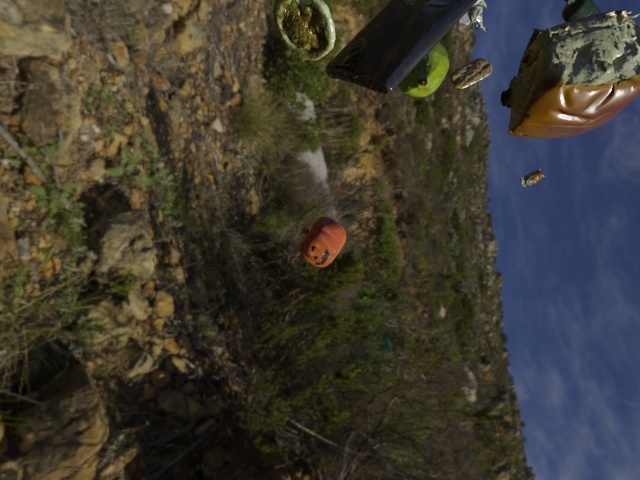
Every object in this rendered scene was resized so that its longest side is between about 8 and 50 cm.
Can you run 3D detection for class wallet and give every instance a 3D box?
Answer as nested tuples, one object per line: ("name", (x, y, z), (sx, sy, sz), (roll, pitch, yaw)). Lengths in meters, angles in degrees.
("wallet", (0.162, -0.407, 0.889), (0.170, 0.321, 0.044), (33, -14, 38))

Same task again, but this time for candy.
("candy", (0.918, -0.273, 2.043), (0.046, 0.182, 0.053), (2, -65, 52))

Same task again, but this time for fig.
("fig", (0.373, -0.677, 1.857), (0.233, 0.314, 0.233), (16, -59, 29))

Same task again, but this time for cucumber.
("cucumber", (0.814, -0.708, 1.848), (0.245, 0.067, 0.067), (94, -16, -52))

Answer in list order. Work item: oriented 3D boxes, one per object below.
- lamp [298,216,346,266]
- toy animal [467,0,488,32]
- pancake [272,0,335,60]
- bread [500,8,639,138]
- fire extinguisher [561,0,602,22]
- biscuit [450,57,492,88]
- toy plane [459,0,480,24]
("lamp", (0.000, 0.000, 1.778), (0.188, 0.163, 0.188), (-54, -172, 11))
("toy animal", (0.691, -1.057, 2.134), (0.073, 0.176, 0.217), (-7, -104, 44))
("pancake", (-0.058, -0.718, 1.593), (0.037, 0.253, 0.254), (-54, 167, -31))
("bread", (0.567, -0.358, 1.089), (0.250, 0.278, 0.225), (111, -33, -77))
("fire extinguisher", (0.908, -0.734, 1.597), (0.114, 0.311, 0.095), (-36, -153, 42))
("biscuit", (0.494, -0.549, 1.560), (0.071, 0.147, 0.018), (61, -5, 13))
("toy plane", (0.593, -0.981, 1.913), (0.252, 0.118, 0.252), (-58, 172, -13))
